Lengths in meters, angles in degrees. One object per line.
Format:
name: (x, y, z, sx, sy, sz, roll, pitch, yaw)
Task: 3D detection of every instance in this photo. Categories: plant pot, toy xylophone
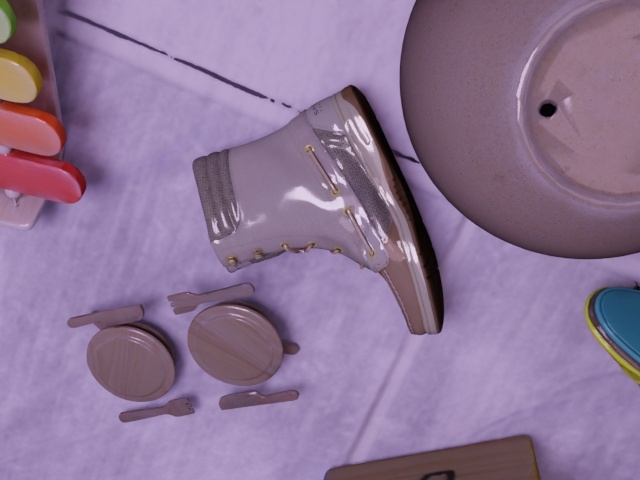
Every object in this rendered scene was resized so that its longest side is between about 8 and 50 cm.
plant pot: (0.190, -0.104, 0.557, 0.284, 0.191, 0.284, 3, 107, 8)
toy xylophone: (-0.307, -0.150, 0.627, 0.236, 0.081, 0.323, 9, 138, 11)

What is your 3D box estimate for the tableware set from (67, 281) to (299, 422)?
tableware set: (-0.123, 0.097, 0.746, 0.194, 0.039, 0.128, -11, 116, 18)

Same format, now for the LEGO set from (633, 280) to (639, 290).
LEGO set: (0.295, 0.020, 0.669, 0.083, 0.023, 0.054, -33, 97, 29)

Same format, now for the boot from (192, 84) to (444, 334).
boot: (0.000, 0.000, 0.677, 0.165, 0.077, 0.213, -22, 97, 14)

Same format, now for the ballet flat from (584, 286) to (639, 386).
ballet flat: (0.310, 0.111, 0.666, 0.231, 0.077, 0.077, 21, 149, -1)

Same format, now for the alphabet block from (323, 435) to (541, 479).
alphabet block: (0.107, 0.304, 0.690, 0.197, 0.193, 0.192, -12, 106, 12)
